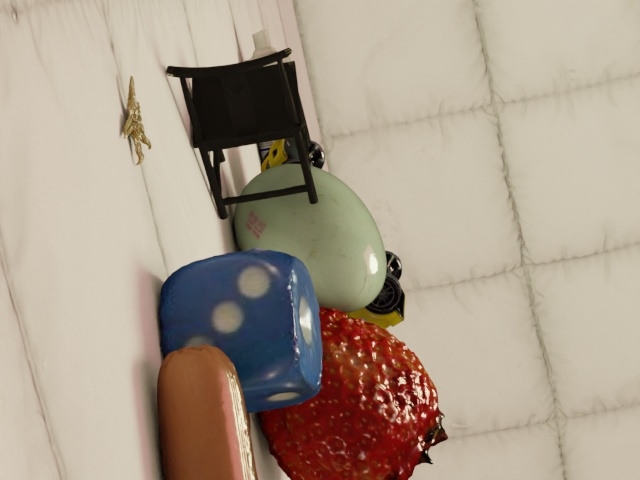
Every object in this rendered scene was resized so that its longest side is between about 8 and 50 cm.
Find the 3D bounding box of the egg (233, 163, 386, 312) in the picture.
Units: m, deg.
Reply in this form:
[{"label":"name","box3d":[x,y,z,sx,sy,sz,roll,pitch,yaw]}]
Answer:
[{"label":"egg","box3d":[-0.013,-0.001,1.813,0.264,0.183,0.183,42,-18,34]}]

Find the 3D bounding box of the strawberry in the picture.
[{"label":"strawberry","box3d":[0.013,0.209,1.736,0.288,0.250,0.238,52,48,-21]}]

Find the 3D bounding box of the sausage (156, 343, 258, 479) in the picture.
[{"label":"sausage","box3d":[-0.094,0.233,1.153,0.086,0.086,0.289,59,21,-75]}]

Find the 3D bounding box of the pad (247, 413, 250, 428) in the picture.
[{"label":"pad","box3d":[-0.084,0.224,1.452,0.323,0.055,0.250,-122,-167,-49]}]

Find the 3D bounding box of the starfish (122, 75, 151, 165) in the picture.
[{"label":"starfish","box3d":[-0.188,-0.121,1.298,0.086,0.016,0.092,-32,116,-86]}]

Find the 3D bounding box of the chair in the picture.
[{"label":"chair","box3d":[-0.096,-0.167,1.676,0.260,0.155,0.141,77,4,-46]}]

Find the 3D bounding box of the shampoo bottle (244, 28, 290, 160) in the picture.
[{"label":"shampoo bottle","box3d":[-0.077,-0.224,2.302,0.092,0.092,0.303,-54,132,-83]}]

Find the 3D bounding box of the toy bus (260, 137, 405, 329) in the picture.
[{"label":"toy bus","box3d":[0.000,0.000,2.006,0.331,0.151,0.145,54,15,-11]}]

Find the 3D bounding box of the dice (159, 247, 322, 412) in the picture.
[{"label":"dice","box3d":[-0.078,0.096,1.304,0.143,0.146,0.146,58,22,-70]}]
